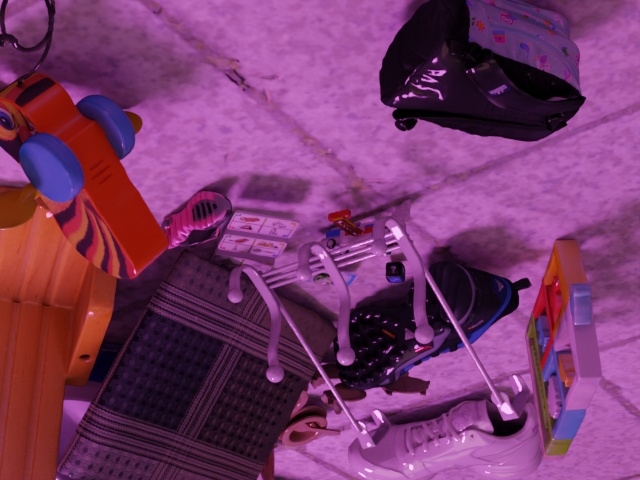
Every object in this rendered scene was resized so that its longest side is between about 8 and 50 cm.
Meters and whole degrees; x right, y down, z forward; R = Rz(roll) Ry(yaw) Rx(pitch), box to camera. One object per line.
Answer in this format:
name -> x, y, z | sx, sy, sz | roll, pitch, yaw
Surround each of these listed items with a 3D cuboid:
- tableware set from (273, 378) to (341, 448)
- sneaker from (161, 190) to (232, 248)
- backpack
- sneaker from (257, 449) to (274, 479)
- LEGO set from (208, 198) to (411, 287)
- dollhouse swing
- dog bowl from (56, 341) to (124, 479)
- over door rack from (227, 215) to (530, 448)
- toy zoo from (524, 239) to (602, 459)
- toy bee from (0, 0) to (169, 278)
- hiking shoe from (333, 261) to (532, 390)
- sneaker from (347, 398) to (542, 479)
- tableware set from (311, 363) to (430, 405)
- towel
tableware set -> -0.038, 0.261, 1.902 | 0.128, 0.039, 0.194 | -28, 146, 1
sneaker -> -0.134, -0.021, 1.491 | 0.057, 0.047, 0.119 | 16, 151, -38
backpack -> 0.163, -0.164, 1.214 | 0.182, 0.115, 0.152 | 11, 157, -22
sneaker -> -0.155, 0.302, 1.946 | 0.121, 0.108, 0.302 | -8, 141, 14
LEGO set -> 0.000, 0.000, 1.548 | 0.244, 0.060, 0.182 | 9, 157, -12
dollhouse swing -> -0.430, 0.141, 1.480 | 0.347, 0.305, 0.315 | 9, 146, -16
dog bowl -> -0.276, 0.265, 1.786 | 0.265, 0.104, 0.265 | 12, 137, 12
over door rack -> 0.067, 0.134, 1.525 | 0.239, 0.108, 0.324 | -18, 124, 35
toy zoo -> 0.306, 0.132, 1.620 | 0.030, 0.192, 0.293 | -2, 147, -3
toy bee -> -0.261, -0.105, 1.269 | 0.162, 0.298, 0.195 | 5, -163, 43
hiking shoe -> 0.134, 0.124, 1.673 | 0.132, 0.113, 0.304 | 6, 156, -34
sneaker -> 0.193, 0.297, 1.977 | 0.305, 0.114, 0.152 | -5, 134, -4
tableware set -> 0.067, 0.197, 1.790 | 0.168, 0.141, 0.020 | -3, 103, -7
towel -> -0.148, 0.192, 1.630 | 0.056, 0.312, 0.324 | 26, 177, 42
